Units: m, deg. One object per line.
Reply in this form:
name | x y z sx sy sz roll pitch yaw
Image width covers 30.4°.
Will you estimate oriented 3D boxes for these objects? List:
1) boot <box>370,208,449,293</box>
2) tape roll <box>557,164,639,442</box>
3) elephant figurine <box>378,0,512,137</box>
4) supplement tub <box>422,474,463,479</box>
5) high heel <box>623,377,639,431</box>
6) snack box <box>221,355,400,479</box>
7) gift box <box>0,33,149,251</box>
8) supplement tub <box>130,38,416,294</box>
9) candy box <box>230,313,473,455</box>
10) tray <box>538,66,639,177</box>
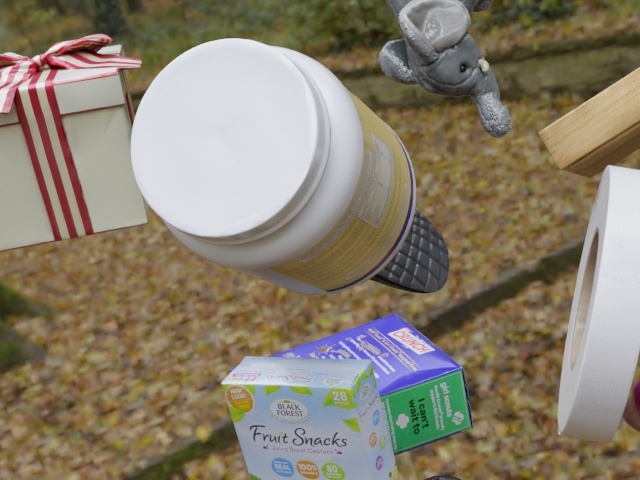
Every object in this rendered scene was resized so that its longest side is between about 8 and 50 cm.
boot | 0.000 0.000 1.687 0.222 0.338 0.118 -36 32 64
tape roll | 0.403 0.090 1.658 0.072 0.392 0.392 10 20 8
elephant figurine | 0.157 -0.270 1.576 0.186 0.169 0.239 -3 63 29
supplement tub | 0.180 0.458 1.787 0.106 0.198 0.106 4 35 -3
high heel | 0.629 0.292 1.699 0.377 0.127 0.181 17 -20 6
snack box | -0.007 0.242 1.398 0.174 0.207 0.070 -2 24 29
gift box | -0.365 -0.150 1.680 0.255 0.258 0.276 -13 19 -9
supplement tub | -0.044 -0.075 1.309 0.241 0.241 0.331 -12 -13 17
candy box | 0.047 0.256 1.932 0.317 0.122 0.268 -18 21 -15
tray | 0.539 -0.233 1.747 0.411 0.076 0.203 -32 -14 21
